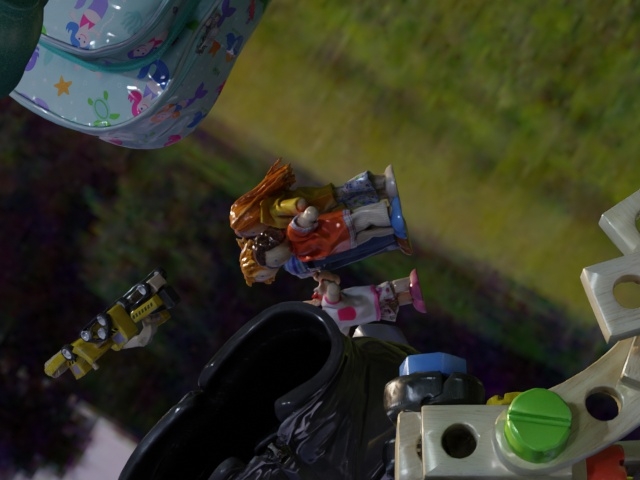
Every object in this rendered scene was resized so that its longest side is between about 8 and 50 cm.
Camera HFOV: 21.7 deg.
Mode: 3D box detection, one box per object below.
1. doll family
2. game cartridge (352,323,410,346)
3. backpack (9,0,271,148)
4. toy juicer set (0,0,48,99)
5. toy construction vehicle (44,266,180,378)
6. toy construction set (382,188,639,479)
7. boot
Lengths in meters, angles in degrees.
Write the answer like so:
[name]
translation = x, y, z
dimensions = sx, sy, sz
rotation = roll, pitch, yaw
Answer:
[doll family]
translation = 0.000, 0.000, 1.562
dimensions = 0.163, 0.118, 0.263
rotation = -13, 152, 4
[game cartridge]
translation = 0.076, 0.271, 1.470
dimensions = 0.068, 0.230, 0.355
rotation = 2, -143, -26
[backpack]
translation = -0.169, -0.211, 1.418
dimensions = 0.225, 0.254, 0.191
rotation = 28, -172, 19
[toy juicer set]
translation = -0.239, -0.172, 0.975
dimensions = 0.209, 0.089, 0.329
rotation = 50, -148, -24
[toy construction vehicle]
translation = -0.131, 0.061, 1.089
dimensions = 0.035, 0.086, 0.098
rotation = 50, 133, -2
[toy construction set]
translation = 0.138, 0.112, 0.835
dimensions = 0.215, 0.151, 0.328
rotation = 0, 143, 2
[boot]
translation = -0.071, 0.184, 1.050
dimensions = 0.118, 0.338, 0.222
rotation = 34, -174, 26
